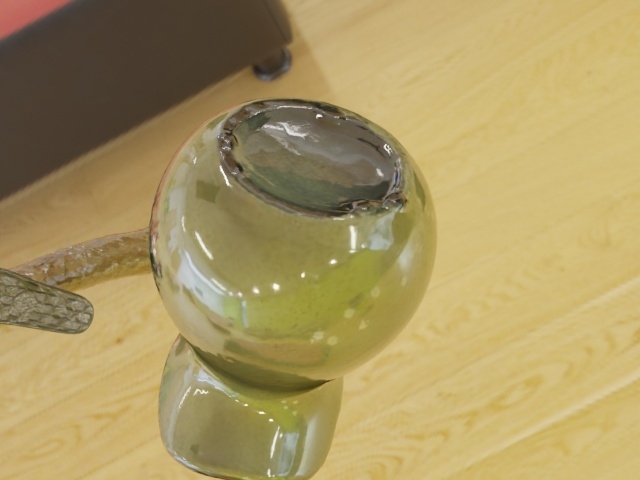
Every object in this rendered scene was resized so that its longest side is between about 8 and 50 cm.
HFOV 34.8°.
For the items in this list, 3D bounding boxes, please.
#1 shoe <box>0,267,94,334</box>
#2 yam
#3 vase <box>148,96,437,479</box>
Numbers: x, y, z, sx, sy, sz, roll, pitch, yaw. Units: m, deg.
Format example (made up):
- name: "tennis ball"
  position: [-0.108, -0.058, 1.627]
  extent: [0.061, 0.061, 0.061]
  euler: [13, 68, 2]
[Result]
- name: "shoe"
  position: [-0.386, 0.078, 1.328]
  extent: [0.179, 0.049, 0.071]
  euler: [18, 89, -21]
- name: "yam"
  position: [-0.321, 0.035, 1.503]
  extent: [0.081, 0.357, 0.081]
  euler: [14, 113, 36]
- name: "vase"
  position: [-0.032, 0.013, 0.931]
  extent: [0.241, 0.302, 0.329]
  euler: [11, 40, -5]
